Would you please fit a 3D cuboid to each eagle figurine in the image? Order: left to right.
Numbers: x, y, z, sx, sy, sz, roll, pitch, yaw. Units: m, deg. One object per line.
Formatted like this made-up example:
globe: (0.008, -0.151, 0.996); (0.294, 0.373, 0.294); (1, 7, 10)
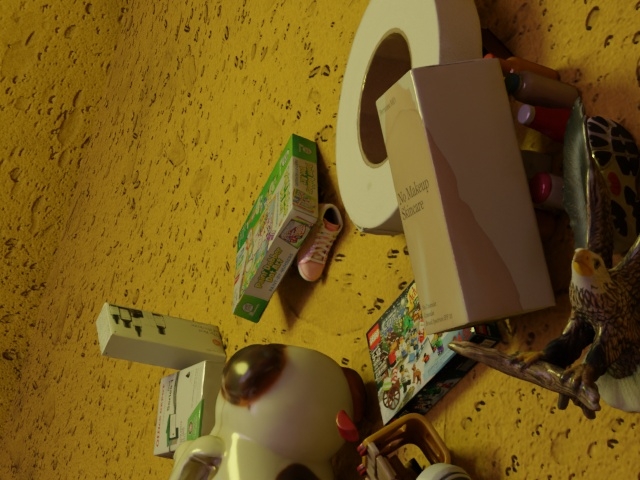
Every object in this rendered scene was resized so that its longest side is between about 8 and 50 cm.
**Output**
eagle figurine: (0.303, 0.028, 1.206); (0.298, 0.226, 0.225); (-61, -2, -9)

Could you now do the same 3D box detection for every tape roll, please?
tape roll: (0.121, -0.202, 1.728); (0.392, 0.072, 0.392); (-174, 90, -71)

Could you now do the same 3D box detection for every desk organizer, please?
desk organizer: (0.228, -0.255, 1.628); (0.047, 0.050, 0.130); (-64, 30, 25)

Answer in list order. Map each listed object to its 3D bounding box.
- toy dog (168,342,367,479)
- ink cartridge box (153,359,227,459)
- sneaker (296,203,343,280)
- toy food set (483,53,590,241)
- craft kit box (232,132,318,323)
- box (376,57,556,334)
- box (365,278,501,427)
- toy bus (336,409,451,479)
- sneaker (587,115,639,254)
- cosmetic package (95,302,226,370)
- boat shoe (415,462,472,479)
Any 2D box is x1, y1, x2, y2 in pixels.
toy dog: (-0.081, 0.349, 1.705); (0.395, 0.284, 0.408); (150, 132, -64)
ink cartridge box: (-0.229, 0.325, 2.213); (0.219, 0.092, 0.160); (-28, 54, 56)
sneaker: (0.000, 0.000, 1.957); (0.070, 0.051, 0.134); (-15, 61, 66)
toy food set: (0.257, -0.123, 1.451); (0.111, 0.104, 0.232); (-15, 65, 60)
craft kit box: (-0.079, -0.024, 2.061); (0.247, 0.061, 0.250); (-57, 19, 29)
box: (0.174, -0.052, 1.441); (0.148, 0.121, 0.311); (142, 116, -70)
box: (0.149, 0.132, 1.616); (0.233, 0.044, 0.159); (-52, 36, 40)
toy bus: (0.116, 0.301, 1.536); (0.191, 0.104, 0.202); (66, 167, -22)
sneaker: (0.322, -0.064, 1.346); (0.071, 0.068, 0.170); (137, 137, -57)
cosmetic package: (-0.305, 0.191, 2.258); (0.060, 0.239, 0.099); (-59, 32, 28)
boat shoe: (0.166, 0.438, 1.395); (0.119, 0.121, 0.335); (2, 91, 55)
